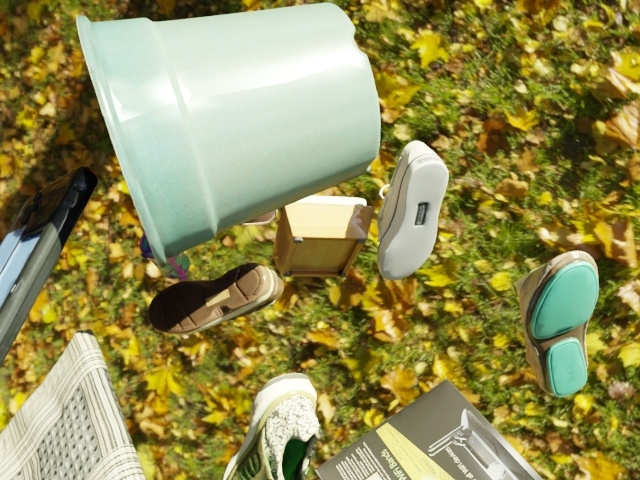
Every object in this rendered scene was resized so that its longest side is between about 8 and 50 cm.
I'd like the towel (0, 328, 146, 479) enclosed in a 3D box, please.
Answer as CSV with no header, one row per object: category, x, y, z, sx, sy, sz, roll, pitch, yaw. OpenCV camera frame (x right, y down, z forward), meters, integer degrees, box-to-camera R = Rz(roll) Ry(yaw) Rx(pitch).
towel,-0.374,0.331,0.761,0.324,0.056,0.312,-49,51,13

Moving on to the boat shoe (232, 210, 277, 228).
boat shoe,-0.255,-0.075,1.506,0.123,0.342,0.123,-60,43,24

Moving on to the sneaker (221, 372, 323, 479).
sneaker,-0.093,0.486,1.151,0.182,0.158,0.410,46,126,56

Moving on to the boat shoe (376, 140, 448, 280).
boat shoe,0.196,-0.076,1.348,0.156,0.135,0.367,-108,17,-46

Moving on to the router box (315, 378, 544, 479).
router box,0.172,0.368,0.740,0.309,0.243,0.081,47,162,47

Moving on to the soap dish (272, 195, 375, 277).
soap dish,0.000,0.000,1.482,0.291,0.228,0.118,111,158,-60

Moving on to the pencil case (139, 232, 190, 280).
pencil case,-0.302,0.029,1.097,0.064,0.152,0.070,-40,75,-11

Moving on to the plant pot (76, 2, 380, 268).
plant pot,-0.115,-0.171,0.796,0.341,0.334,0.341,163,90,-77

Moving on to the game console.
game console,-0.475,0.083,0.831,0.342,0.060,0.387,-13,53,53

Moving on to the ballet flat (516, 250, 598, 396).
ballet flat,0.334,0.110,0.827,0.107,0.316,0.106,-18,41,-1

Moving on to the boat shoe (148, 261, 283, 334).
boat shoe,-0.180,0.111,0.985,0.257,0.095,0.095,-15,72,24
